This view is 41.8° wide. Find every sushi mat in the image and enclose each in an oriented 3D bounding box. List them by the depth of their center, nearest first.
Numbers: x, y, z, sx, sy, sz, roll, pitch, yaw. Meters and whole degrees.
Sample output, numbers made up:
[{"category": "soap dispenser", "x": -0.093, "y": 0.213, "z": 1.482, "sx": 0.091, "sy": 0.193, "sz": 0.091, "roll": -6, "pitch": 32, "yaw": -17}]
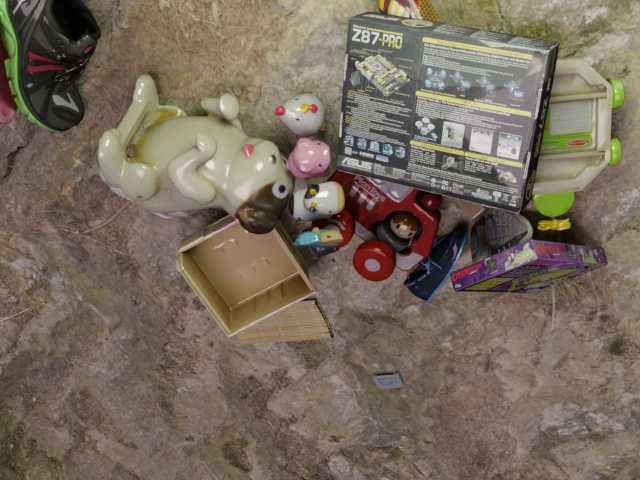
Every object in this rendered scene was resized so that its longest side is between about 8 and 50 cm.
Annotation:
[{"category": "sushi mat", "x": -0.123, "y": 0.237, "z": 2.403, "sx": 0.316, "sy": 0.019, "sz": 0.151, "roll": -7, "pitch": 124, "yaw": 28}]

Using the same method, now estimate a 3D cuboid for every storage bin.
[{"category": "storage bin", "x": -0.190, "y": 0.067, "z": 2.144, "sx": 0.262, "sy": 0.123, "sz": 0.260, "roll": -27, "pitch": 118, "yaw": 9}]

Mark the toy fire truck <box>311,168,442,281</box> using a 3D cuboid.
[{"category": "toy fire truck", "x": 0.142, "y": -0.068, "z": 1.921, "sx": 0.302, "sy": 0.169, "sz": 0.254, "roll": 39, "pitch": 131, "yaw": -7}]

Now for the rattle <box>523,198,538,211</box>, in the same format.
[{"category": "rattle", "x": 0.425, "y": -0.129, "z": 1.830, "sx": 0.199, "sy": 0.130, "sz": 0.143, "roll": 17, "pitch": 126, "yaw": 48}]

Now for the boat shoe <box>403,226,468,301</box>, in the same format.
[{"category": "boat shoe", "x": 0.271, "y": 0.059, "z": 2.027, "sx": 0.089, "sy": 0.109, "sz": 0.258, "roll": 28, "pitch": 132, "yaw": 2}]

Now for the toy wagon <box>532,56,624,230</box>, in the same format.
[{"category": "toy wagon", "x": 0.462, "y": -0.188, "z": 1.682, "sx": 0.267, "sy": 0.068, "sz": 0.345, "roll": -4, "pitch": 113, "yaw": 5}]

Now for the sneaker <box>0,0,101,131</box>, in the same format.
[{"category": "sneaker", "x": -0.601, "y": -0.429, "z": 1.913, "sx": 0.202, "sy": 0.185, "sz": 0.483, "roll": 6, "pitch": 142, "yaw": 1}]

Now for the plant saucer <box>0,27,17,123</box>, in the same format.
[{"category": "plant saucer", "x": -0.748, "y": -0.427, "z": 1.874, "sx": 0.084, "sy": 0.332, "sz": 0.332, "roll": -1, "pitch": 132, "yaw": -8}]

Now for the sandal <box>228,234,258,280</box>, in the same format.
[{"category": "sandal", "x": -0.199, "y": 0.071, "z": 2.244, "sx": 0.079, "sy": 0.088, "sz": 0.240, "roll": 12, "pitch": 127, "yaw": 21}]

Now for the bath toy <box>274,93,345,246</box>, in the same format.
[{"category": "bath toy", "x": -0.027, "y": -0.158, "z": 1.825, "sx": 0.151, "sy": 0.129, "sz": 0.348, "roll": -15, "pitch": 79, "yaw": 37}]

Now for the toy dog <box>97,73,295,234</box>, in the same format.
[{"category": "toy dog", "x": -0.261, "y": -0.152, "z": 1.950, "sx": 0.407, "sy": 0.285, "sz": 0.395, "roll": 12, "pitch": 133, "yaw": 10}]

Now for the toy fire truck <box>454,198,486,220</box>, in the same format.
[{"category": "toy fire truck", "x": 0.290, "y": -0.185, "z": 1.793, "sx": 0.246, "sy": 0.159, "sz": 0.217, "roll": 36, "pitch": 133, "yaw": -26}]

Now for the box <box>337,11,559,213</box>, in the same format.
[{"category": "box", "x": 0.231, "y": -0.251, "z": 1.620, "sx": 0.394, "sy": 0.097, "sz": 0.318, "roll": 15, "pitch": 120, "yaw": 23}]

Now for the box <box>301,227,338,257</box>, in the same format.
[{"category": "box", "x": 0.000, "y": 0.000, "z": 2.147, "sx": 0.067, "sy": 0.018, "sz": 0.083, "roll": -19, "pitch": 120, "yaw": 34}]

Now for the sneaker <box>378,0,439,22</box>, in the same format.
[{"category": "sneaker", "x": 0.166, "y": -0.458, "z": 1.659, "sx": 0.083, "sy": 0.069, "sz": 0.185, "roll": -14, "pitch": 116, "yaw": 42}]

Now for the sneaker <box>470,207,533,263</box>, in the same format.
[{"category": "sneaker", "x": 0.419, "y": -0.010, "z": 1.848, "sx": 0.129, "sy": 0.111, "sz": 0.297, "roll": 0, "pitch": 174, "yaw": -3}]

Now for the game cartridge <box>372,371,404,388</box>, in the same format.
[{"category": "game cartridge", "x": 0.196, "y": 0.403, "z": 2.415, "sx": 0.083, "sy": 0.017, "sz": 0.056, "roll": -9, "pitch": 121, "yaw": 29}]

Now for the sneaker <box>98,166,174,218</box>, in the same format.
[{"category": "sneaker", "x": -0.474, "y": -0.133, "z": 2.198, "sx": 0.235, "sy": 0.090, "sz": 0.095, "roll": 37, "pitch": 145, "yaw": -6}]

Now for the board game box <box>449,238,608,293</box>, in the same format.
[{"category": "board game box", "x": 0.461, "y": 0.062, "z": 1.835, "sx": 0.208, "sy": 0.056, "sz": 0.346, "roll": -21, "pitch": 163, "yaw": 38}]
